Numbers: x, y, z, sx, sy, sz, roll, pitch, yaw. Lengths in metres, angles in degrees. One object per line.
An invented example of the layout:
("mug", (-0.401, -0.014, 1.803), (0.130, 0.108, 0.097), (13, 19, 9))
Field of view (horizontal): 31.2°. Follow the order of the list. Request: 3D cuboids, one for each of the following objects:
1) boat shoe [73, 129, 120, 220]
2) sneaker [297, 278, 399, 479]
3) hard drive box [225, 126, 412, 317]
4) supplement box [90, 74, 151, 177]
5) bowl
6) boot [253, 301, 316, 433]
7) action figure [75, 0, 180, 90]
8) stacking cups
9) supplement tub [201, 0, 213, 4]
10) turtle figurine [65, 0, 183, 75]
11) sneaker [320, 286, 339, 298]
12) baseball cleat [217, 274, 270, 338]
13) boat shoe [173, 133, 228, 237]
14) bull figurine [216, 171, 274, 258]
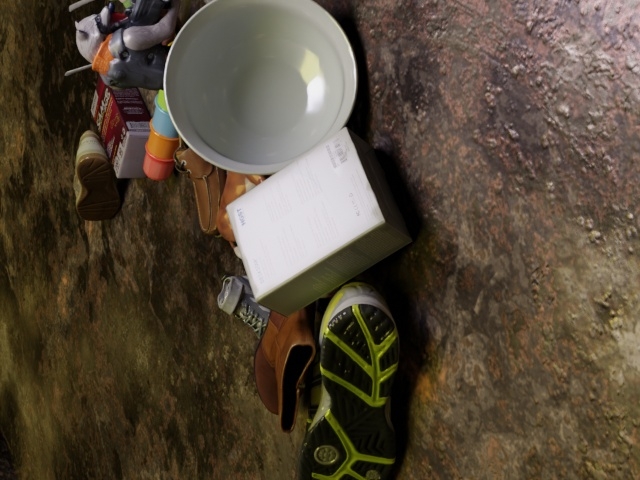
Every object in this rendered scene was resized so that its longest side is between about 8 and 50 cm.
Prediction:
("boat shoe", (-0.523, -0.142, 2.673), (0.285, 0.104, 0.089), (109, 154, -57))
("sneaker", (0.052, 0.237, 1.721), (0.147, 0.145, 0.385), (-85, 5, -62))
("hard drive box", (-0.007, -0.026, 1.691), (0.232, 0.089, 0.181), (-31, 57, 19))
("supplement box", (-0.445, -0.266, 2.577), (0.239, 0.073, 0.130), (62, 143, 38))
("bowl", (-0.088, -0.237, 1.801), (0.134, 0.298, 0.298), (62, -159, -83))
("boot", (-0.044, 0.218, 1.798), (0.280, 0.096, 0.264), (-102, 27, -66))
("action figure", (-0.260, -0.339, 1.975), (0.341, 0.330, 0.178), (112, 165, -45))
("stacking cups", (-0.297, -0.257, 2.314), (0.096, 0.096, 0.316), (65, 148, 33))
("supplement tub", (-0.197, -0.493, 2.074), (0.190, 0.117, 0.117), (44, 130, 50))
("turtle figurine", (-0.383, -0.437, 2.226), (0.266, 0.274, 0.198), (117, 177, -45))
("sneaker", (0.000, 0.000, 1.836), (0.077, 0.072, 0.178), (-47, 61, 40))
("baseball cleat", (-0.118, 0.139, 1.997), (0.072, 0.109, 0.206), (-59, 44, 24))
("boat shoe", (-0.231, -0.157, 2.176), (0.111, 0.104, 0.307), (-6, 87, 60))
("bull figurine", (-0.107, -0.098, 1.959), (0.188, 0.101, 0.310), (53, 144, 38))
